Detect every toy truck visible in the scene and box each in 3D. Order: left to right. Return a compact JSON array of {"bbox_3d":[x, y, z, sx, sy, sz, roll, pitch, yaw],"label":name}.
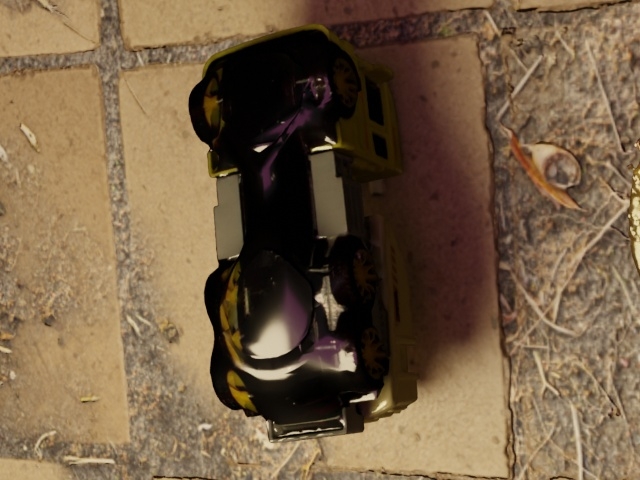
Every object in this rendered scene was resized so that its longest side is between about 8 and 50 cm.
[{"bbox_3d":[0.000,0.000,1.383,0.180,0.254,0.405,-12,77,26],"label":"toy truck"}]

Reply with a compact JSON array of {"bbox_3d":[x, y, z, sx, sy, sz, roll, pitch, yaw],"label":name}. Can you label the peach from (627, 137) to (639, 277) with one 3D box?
[{"bbox_3d":[0.390,0.008,1.271,0.189,0.068,0.279,-30,84,36],"label":"peach"}]
